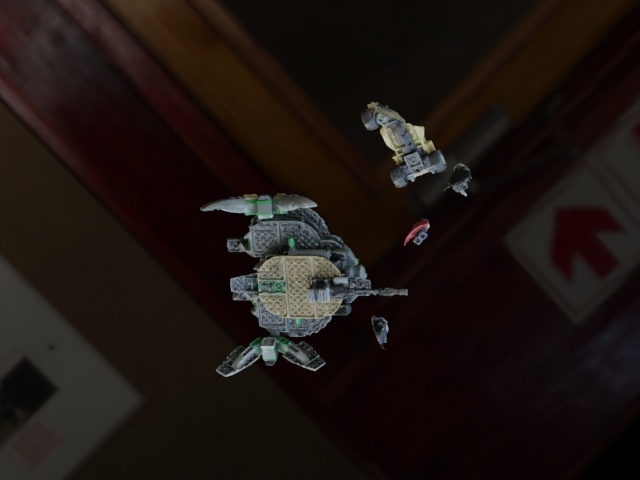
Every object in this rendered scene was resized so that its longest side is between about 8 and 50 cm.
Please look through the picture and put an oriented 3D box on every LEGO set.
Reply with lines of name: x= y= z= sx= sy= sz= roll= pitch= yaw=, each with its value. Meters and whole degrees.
LEGO set: x=0.003 y=0.001 z=0.422 sx=0.083 sy=0.054 sz=0.023 roll=-31 pitch=-162 yaw=20
